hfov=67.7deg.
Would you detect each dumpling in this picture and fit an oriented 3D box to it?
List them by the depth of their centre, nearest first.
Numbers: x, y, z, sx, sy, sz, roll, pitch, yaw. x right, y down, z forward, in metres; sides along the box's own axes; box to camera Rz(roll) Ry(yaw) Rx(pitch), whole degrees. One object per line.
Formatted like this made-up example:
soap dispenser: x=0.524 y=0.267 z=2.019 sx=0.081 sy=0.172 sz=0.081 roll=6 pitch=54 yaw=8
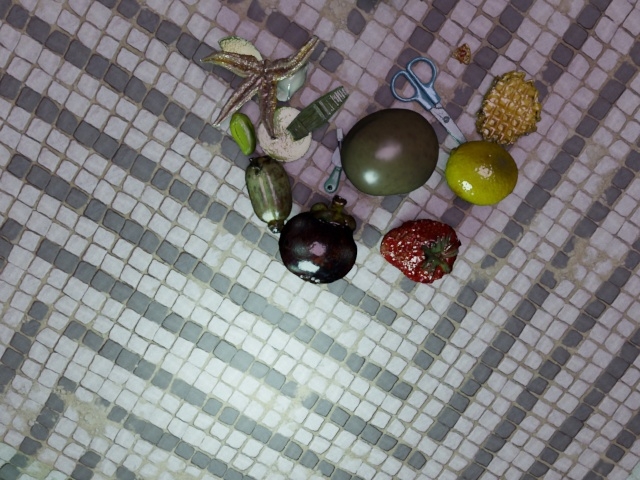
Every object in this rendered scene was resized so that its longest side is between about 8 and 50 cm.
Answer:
dumpling: x=-0.121 y=-0.626 z=1.811 sx=0.127 sy=0.108 sz=0.188 roll=44 pitch=110 yaw=14

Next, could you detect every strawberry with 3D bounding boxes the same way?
strawberry: x=0.398 y=0.032 z=1.894 sx=0.261 sy=0.258 sz=0.260 roll=-11 pitch=115 yaw=-26

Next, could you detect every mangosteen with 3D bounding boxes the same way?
mangosteen: x=-0.004 y=0.013 z=1.828 sx=0.330 sy=0.330 sz=0.329 roll=0 pitch=100 yaw=-1

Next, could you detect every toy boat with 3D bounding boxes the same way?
toy boat: x=-0.014 y=-0.484 z=1.828 sx=0.293 sy=0.055 sz=0.093 roll=-42 pitch=105 yaw=-14

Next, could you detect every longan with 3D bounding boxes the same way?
longan: x=0.255 y=-0.323 z=1.767 sx=0.361 sy=0.361 sz=0.360 roll=0 pitch=100 yaw=-1

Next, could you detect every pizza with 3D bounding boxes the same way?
pizza: x=0.544 y=-0.717 z=1.843 sx=0.078 sy=0.025 sz=0.083 roll=-11 pitch=101 yaw=-2

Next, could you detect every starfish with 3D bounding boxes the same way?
starfish: x=-0.233 y=-0.577 z=1.735 sx=0.399 sy=0.132 sz=0.383 roll=14 pitch=95 yaw=4

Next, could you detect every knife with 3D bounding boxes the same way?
knife: x=0.073 y=-0.314 z=1.907 sx=0.063 sy=0.034 sz=0.260 roll=20 pitch=92 yaw=6

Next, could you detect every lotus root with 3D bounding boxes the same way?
lotus root: x=-0.202 y=-0.177 z=1.860 sx=0.173 sy=0.173 sz=0.309 roll=-12 pitch=100 yaw=1

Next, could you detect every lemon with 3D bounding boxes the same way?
lemon: x=0.610 y=-0.256 z=1.815 sx=0.268 sy=0.267 sz=0.267 roll=0 pitch=100 yaw=-1

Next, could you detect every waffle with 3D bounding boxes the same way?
waffle: x=0.734 y=-0.512 z=1.866 sx=0.262 sy=0.060 sz=0.280 roll=-19 pitch=100 yaw=2

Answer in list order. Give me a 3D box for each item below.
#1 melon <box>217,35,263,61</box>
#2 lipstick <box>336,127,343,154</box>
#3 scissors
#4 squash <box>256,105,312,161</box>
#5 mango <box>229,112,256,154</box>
melon: x=-0.285 y=-0.687 z=1.813 sx=0.118 sy=0.064 sz=0.209 roll=-32 pitch=102 yaw=3
lipstick: x=0.078 y=-0.389 z=1.885 sx=0.025 sy=0.025 sz=0.107 roll=-4 pitch=94 yaw=0
scissors: x=0.467 y=-0.506 z=1.876 sx=0.193 sy=0.029 sz=0.447 roll=-41 pitch=98 yaw=6
squash: x=-0.141 y=-0.415 z=1.873 sx=0.219 sy=0.041 sz=0.219 roll=0 pitch=100 yaw=-1
mango: x=-0.299 y=-0.414 z=1.856 sx=0.091 sy=0.074 sz=0.165 roll=-14 pitch=107 yaw=1
